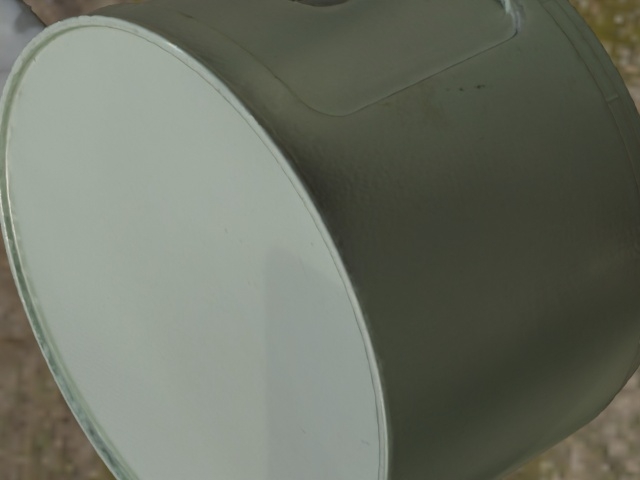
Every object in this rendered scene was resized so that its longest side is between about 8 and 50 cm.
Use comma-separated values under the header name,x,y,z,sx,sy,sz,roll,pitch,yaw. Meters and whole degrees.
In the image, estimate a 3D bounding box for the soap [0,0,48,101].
name,x,y,z,sx,sy,sz,roll,pitch,yaw
soap,-0.214,-0.140,1.183,0.159,0.302,0.258,142,128,-81

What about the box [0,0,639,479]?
name,x,y,z,sx,sy,sz,roll,pitch,yaw
box,0.000,0.000,0.746,0.226,0.149,0.226,31,134,38
